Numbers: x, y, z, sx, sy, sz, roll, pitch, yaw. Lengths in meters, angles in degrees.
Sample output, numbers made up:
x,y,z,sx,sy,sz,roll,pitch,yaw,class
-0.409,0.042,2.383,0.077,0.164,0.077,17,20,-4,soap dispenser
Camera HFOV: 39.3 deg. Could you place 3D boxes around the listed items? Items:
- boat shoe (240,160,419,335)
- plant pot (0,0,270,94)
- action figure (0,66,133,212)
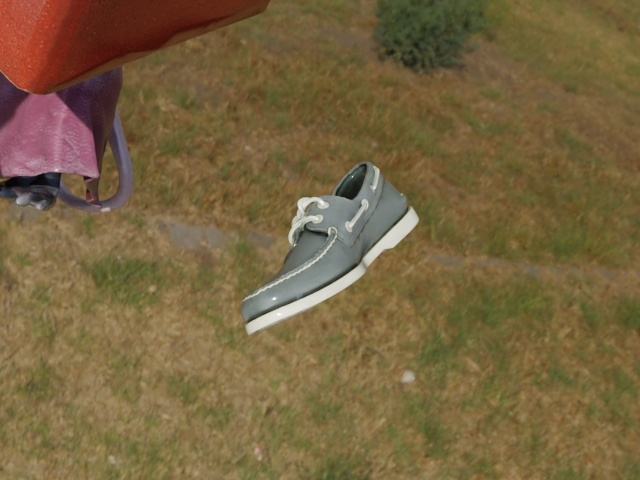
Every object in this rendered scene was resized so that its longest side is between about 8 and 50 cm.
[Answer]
x,y,z,sx,sy,sz,roll,pitch,yaw,class
0.000,0.000,0.944,0.099,0.116,0.319,60,36,-5,boat shoe
-0.136,-0.297,0.566,0.267,0.236,0.267,46,40,4,plant pot
-0.230,-0.210,0.884,0.248,0.370,0.275,13,-1,25,action figure
